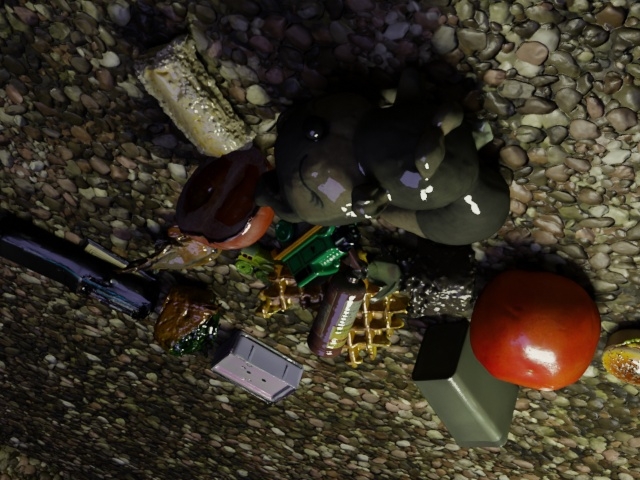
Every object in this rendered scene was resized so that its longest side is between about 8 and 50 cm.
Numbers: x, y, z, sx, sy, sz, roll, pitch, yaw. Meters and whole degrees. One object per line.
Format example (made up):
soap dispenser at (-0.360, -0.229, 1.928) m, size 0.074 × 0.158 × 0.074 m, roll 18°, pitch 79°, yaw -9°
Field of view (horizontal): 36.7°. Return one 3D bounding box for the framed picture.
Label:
framed picture at (-0.500, 0.080, 2.276) m, size 0.199 × 0.010 × 0.195 m, roll 32°, pitch 143°, yaw -14°

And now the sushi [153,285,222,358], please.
sushi at (-0.311, 0.207, 2.227) m, size 0.140 × 0.149 × 0.287 m, roll 21°, pitch 139°, yaw -5°

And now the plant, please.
plant at (0.192, 0.069, 1.806) m, size 0.203 × 0.142 × 0.131 m, roll -3°, pitch 148°, yaw 13°

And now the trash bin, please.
trash bin at (0.303, 0.304, 2.025) m, size 0.122 × 0.164 × 0.240 m, roll -10°, pitch 134°, yaw 36°

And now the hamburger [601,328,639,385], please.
hamburger at (0.605, 0.226, 1.836) m, size 0.126 × 0.081 × 0.141 m, roll 40°, pitch 142°, yaw -24°

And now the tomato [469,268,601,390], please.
tomato at (0.399, 0.172, 1.791) m, size 0.260 × 0.180 × 0.259 m, roll 12°, pitch 143°, yaw 9°

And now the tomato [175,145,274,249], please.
tomato at (-0.149, -0.069, 1.763) m, size 0.228 × 0.199 × 0.112 m, roll 22°, pitch 171°, yaw 46°

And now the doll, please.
doll at (0.091, -0.087, 1.559) m, size 0.382 × 0.252 × 0.378 m, roll 2°, pitch 141°, yaw 35°

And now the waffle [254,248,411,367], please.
waffle at (0.033, 0.112, 1.947) m, size 0.293 × 0.069 × 0.259 m, roll 31°, pitch 121°, yaw -11°

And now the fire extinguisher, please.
fire extinguisher at (0.028, 0.107, 1.860) m, size 0.106 × 0.075 × 0.252 m, roll 19°, pitch 123°, yaw -2°

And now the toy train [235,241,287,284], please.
toy train at (-0.055, 0.076, 2.006) m, size 0.250 × 0.053 × 0.085 m, roll 24°, pitch 139°, yaw -4°

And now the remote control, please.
remote control at (-0.571, 0.076, 2.246) m, size 0.399 × 0.062 × 0.144 m, roll 26°, pitch 145°, yaw -4°

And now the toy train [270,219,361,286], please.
toy train at (0.000, 0.000, 1.777) m, size 0.091 × 0.136 × 0.228 m, roll -8°, pitch 160°, yaw -48°

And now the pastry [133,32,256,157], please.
pastry at (-0.214, -0.235, 1.656) m, size 0.122 × 0.089 × 0.258 m, roll 6°, pitch 141°, yaw 41°

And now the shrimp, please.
shrimp at (-0.334, 0.013, 2.061) m, size 0.262 × 0.066 × 0.117 m, roll -9°, pitch 121°, yaw 16°

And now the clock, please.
clock at (-0.155, 0.311, 2.348) m, size 0.193 × 0.073 × 0.145 m, roll 32°, pitch 143°, yaw -14°
